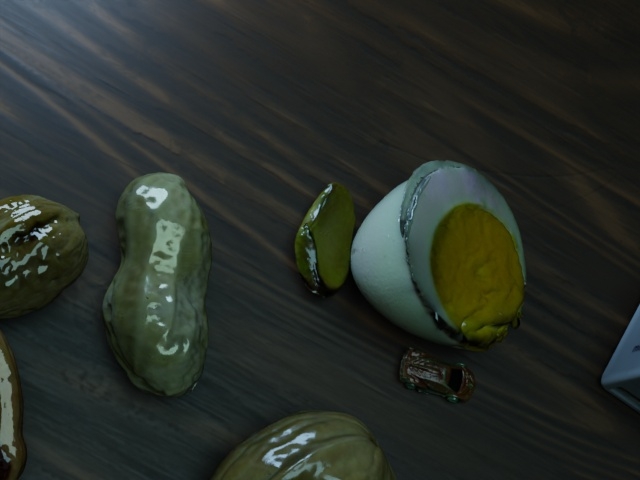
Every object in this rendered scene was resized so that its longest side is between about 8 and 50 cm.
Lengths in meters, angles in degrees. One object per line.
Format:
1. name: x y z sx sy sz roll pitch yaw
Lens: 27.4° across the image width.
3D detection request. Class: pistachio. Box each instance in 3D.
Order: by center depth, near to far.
1. pistachio: 0.000 0.000 1.912 0.089 0.049 0.173 20 70 -34

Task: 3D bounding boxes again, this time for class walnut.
1. walnut: -0.026 0.343 1.744 0.261 0.225 0.225 -31 87 -15
2. walnut: -0.396 0.017 1.748 0.184 0.155 0.155 -37 89 -15

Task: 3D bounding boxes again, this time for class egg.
1. egg: 0.164 0.031 1.896 0.286 0.174 0.264 15 69 -39

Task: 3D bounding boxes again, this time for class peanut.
1. peanut: -0.219 0.057 1.795 0.149 0.149 0.313 7 76 -14

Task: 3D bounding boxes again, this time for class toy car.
1. toy car: 0.174 0.199 1.923 0.122 0.035 0.059 19 70 -9

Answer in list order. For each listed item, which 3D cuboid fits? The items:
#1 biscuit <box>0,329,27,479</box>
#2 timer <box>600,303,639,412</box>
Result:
1. biscuit: -0.596 0.233 1.631 0.455 0.078 0.350 -32 85 -5
2. timer: 0.568 0.176 1.955 0.192 0.194 0.195 34 72 -6
